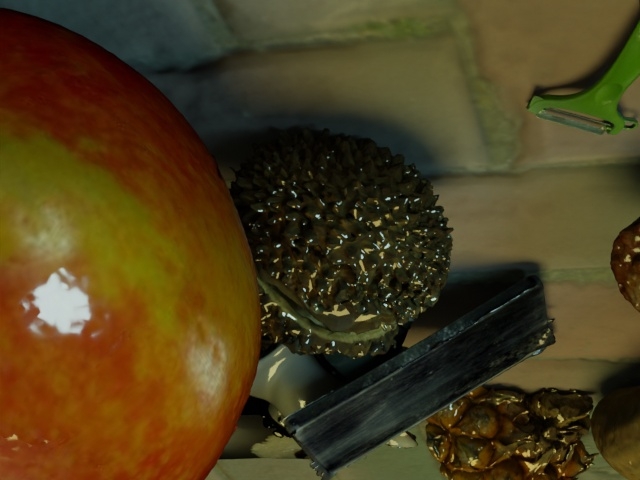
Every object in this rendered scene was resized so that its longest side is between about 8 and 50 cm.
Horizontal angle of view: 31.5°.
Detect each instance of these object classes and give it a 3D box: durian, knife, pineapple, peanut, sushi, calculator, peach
[{"bbox_3d":[0.000,0.000,0.859,0.196,0.167,0.196,10,127,13],"label":"durian"},{"bbox_3d":[0.196,-0.113,0.715,0.078,0.023,0.166,9,152,-12],"label":"knife"},{"bbox_3d":[0.236,0.245,1.235,0.164,0.140,0.250,-16,140,35],"label":"pineapple"},{"bbox_3d":[0.343,0.177,1.105,0.110,0.120,0.236,10,163,-13],"label":"peanut"},{"bbox_3d":[-0.017,0.165,1.208,0.272,0.109,0.134,6,150,-26],"label":"sushi"},{"bbox_3d":[0.096,0.127,1.025,0.261,0.021,0.161,-30,151,-3],"label":"calculator"},{"bbox_3d":[-0.214,0.043,0.744,0.388,0.388,0.388,6,151,4],"label":"peach"}]

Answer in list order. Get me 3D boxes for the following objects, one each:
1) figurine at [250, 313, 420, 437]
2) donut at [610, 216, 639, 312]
[{"bbox_3d":[0.009,0.112,1.054,0.147,0.126,0.192,33,112,-19],"label":"figurine"},{"bbox_3d":[0.313,0.010,0.820,0.186,0.144,0.126,-25,-179,-38],"label":"donut"}]
